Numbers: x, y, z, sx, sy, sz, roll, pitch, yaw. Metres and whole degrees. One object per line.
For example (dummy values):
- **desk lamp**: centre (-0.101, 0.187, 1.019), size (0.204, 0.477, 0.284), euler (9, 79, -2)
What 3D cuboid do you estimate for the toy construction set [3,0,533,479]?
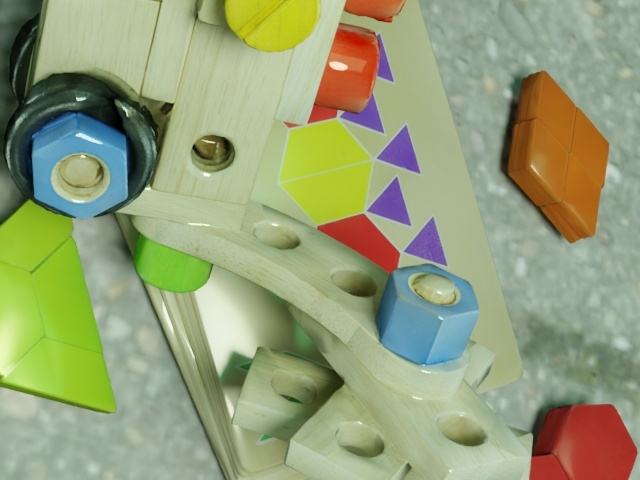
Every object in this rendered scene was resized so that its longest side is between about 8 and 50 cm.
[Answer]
- **toy construction set**: centre (0.017, -0.075, 0.482), size (0.215, 0.151, 0.327), euler (9, 106, -15)

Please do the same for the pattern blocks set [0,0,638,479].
- **pattern blocks set**: centre (0.000, 0.000, 0.597), size (0.285, 0.026, 0.324), euler (-6, 84, -28)
